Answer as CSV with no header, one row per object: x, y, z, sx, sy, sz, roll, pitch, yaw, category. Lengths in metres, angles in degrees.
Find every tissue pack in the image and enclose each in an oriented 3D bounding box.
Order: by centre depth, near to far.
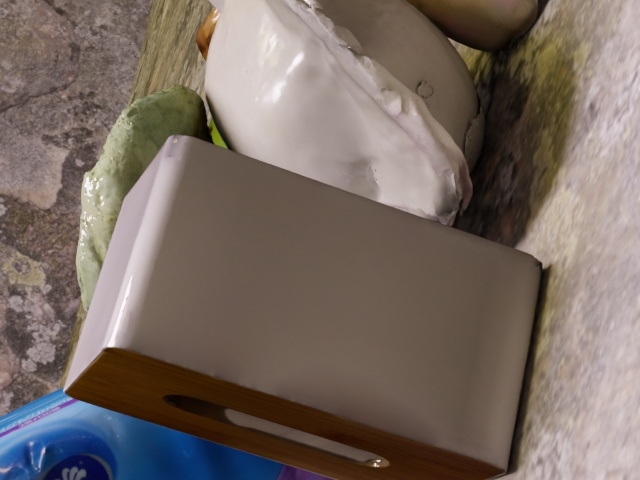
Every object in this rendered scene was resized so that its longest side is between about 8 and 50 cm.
-0.011,0.053,1.070,0.159,0.246,0.136,138,148,-67,tissue pack
-0.105,0.149,1.252,0.146,0.263,0.198,66,165,-2,tissue pack

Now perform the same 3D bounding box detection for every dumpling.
-0.003,-0.117,1.238,0.181,0.260,0.341,-37,13,20,dumpling

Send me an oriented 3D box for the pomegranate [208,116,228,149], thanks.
-0.049,-0.087,1.683,0.143,0.122,0.169,179,109,-74,pomegranate

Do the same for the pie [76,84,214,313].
-0.111,-0.015,1.215,0.187,0.041,0.187,10,-90,-69,pie

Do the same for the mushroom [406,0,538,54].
0.080,-0.239,1.241,0.236,0.173,0.162,126,155,-53,mushroom

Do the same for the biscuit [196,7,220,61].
-0.013,-0.283,1.748,0.296,0.102,0.296,-57,5,8,biscuit
